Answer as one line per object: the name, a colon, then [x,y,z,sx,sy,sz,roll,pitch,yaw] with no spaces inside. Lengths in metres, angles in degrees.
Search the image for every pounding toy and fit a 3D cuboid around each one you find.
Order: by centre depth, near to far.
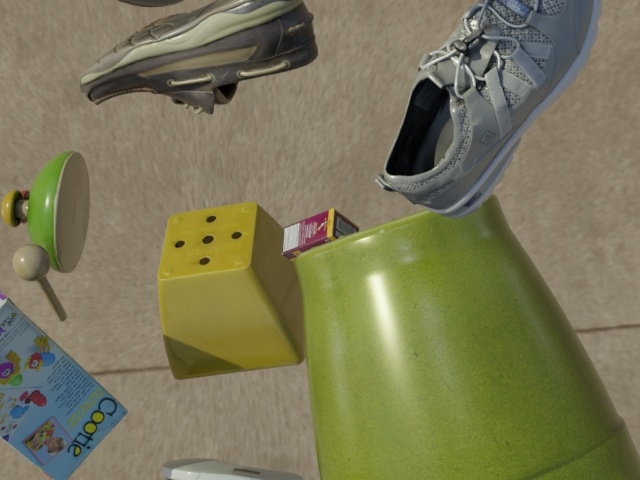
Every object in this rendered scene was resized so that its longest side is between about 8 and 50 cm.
pounding toy: [-0.423,-0.022,1.684,0.110,0.183,0.237,5,60,3]

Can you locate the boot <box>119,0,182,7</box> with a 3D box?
boot: [-0.248,-0.398,1.570,0.222,0.338,0.118,17,94,41]

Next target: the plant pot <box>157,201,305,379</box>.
plant pot: [-0.143,0.062,1.737,0.212,0.187,0.212,-8,43,11]

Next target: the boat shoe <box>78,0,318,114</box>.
boat shoe: [-0.159,-0.220,1.435,0.355,0.132,0.130,-13,113,34]

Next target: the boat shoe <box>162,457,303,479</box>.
boat shoe: [-0.136,0.376,1.706,0.219,0.078,0.070,7,96,12]

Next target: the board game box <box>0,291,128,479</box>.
board game box: [-0.422,0.188,1.569,0.144,0.142,0.275,-48,131,-14]

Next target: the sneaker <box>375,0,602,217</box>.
sneaker: [0.142,-0.143,0.965,0.105,0.115,0.281,38,113,37]

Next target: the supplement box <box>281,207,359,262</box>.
supplement box: [0.000,0.000,1.429,0.055,0.083,0.043,34,48,-39]

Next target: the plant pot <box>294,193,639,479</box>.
plant pot: [0.133,0.145,1.254,0.366,0.366,0.353,-18,88,-5]
